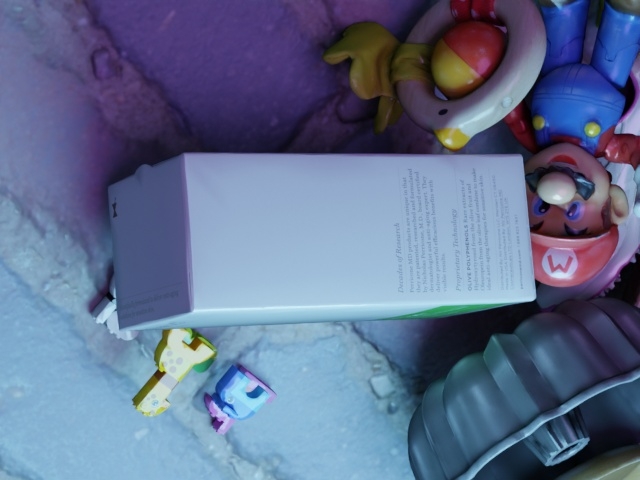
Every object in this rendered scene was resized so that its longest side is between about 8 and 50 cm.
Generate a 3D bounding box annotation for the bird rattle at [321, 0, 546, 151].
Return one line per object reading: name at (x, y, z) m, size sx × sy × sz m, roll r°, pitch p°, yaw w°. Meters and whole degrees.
bird rattle at (0.145, -0.191, 1.918) m, size 0.253 × 0.207 × 0.143 m, roll -38°, pitch 137°, yaw 4°

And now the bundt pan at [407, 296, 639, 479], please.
bundt pan at (0.227, 0.173, 2.049) m, size 0.331 × 0.124 × 0.331 m, roll -27°, pitch 158°, yaw -12°

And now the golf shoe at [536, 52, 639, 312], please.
golf shoe at (0.304, -0.062, 2.087) m, size 0.140 × 0.115 × 0.306 m, roll 33°, pitch 92°, yaw -12°

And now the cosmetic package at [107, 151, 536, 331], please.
cosmetic package at (0.000, 0.000, 1.887) m, size 0.365 × 0.197 × 0.155 m, roll -2°, pitch 84°, yaw -26°

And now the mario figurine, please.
mario figurine at (0.255, -0.113, 1.952) m, size 0.170 × 0.198 × 0.320 m, roll 10°, pitch 86°, yaw -35°

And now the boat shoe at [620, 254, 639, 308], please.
boat shoe at (0.413, -0.002, 2.129) m, size 0.092 × 0.103 × 0.285 m, roll 25°, pitch 100°, yaw -4°

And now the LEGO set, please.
LEGO set at (-0.142, 0.140, 1.969) m, size 0.227 × 0.087 × 0.093 m, roll 40°, pitch 90°, yaw -28°

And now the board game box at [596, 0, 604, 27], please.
board game box at (0.353, -0.304, 2.044) m, size 0.092 × 0.043 × 0.181 m, roll 1°, pitch 108°, yaw -24°

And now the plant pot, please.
plant pot at (0.282, 0.290, 2.165) m, size 0.236 × 0.032 × 0.236 m, roll -26°, pitch 157°, yaw -12°
